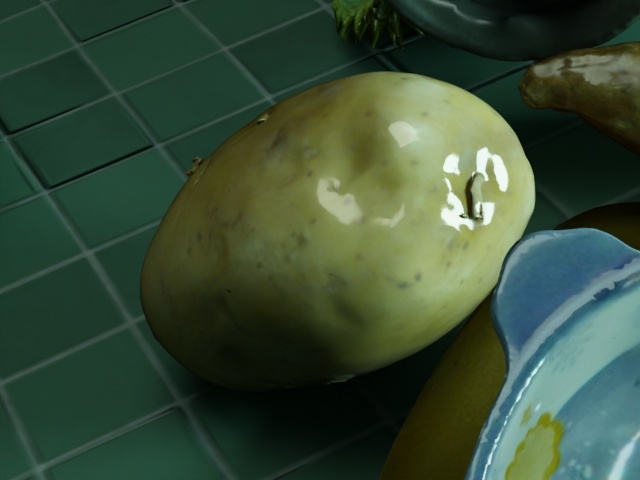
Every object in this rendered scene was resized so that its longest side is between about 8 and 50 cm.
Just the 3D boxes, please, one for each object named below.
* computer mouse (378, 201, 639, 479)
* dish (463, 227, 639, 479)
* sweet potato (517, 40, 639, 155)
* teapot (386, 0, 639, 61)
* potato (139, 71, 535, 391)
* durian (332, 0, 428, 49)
[{"bbox_3d":[0.112,0.054,0.628,0.126,0.056,0.245,14,43,31],"label":"computer mouse"},{"bbox_3d":[0.121,0.111,0.495,0.228,0.086,0.236,-14,73,-6],"label":"dish"},{"bbox_3d":[0.253,-0.061,0.683,0.359,0.112,0.112,-2,36,-6],"label":"sweet potato"},{"bbox_3d":[0.151,-0.168,0.757,0.305,0.223,0.285,40,41,14],"label":"teapot"},{"bbox_3d":[0.000,0.000,0.665,0.178,0.109,0.118,-27,35,48],"label":"potato"},{"bbox_3d":[0.042,-0.153,0.885,0.086,0.100,0.215,-8,45,9],"label":"durian"}]
